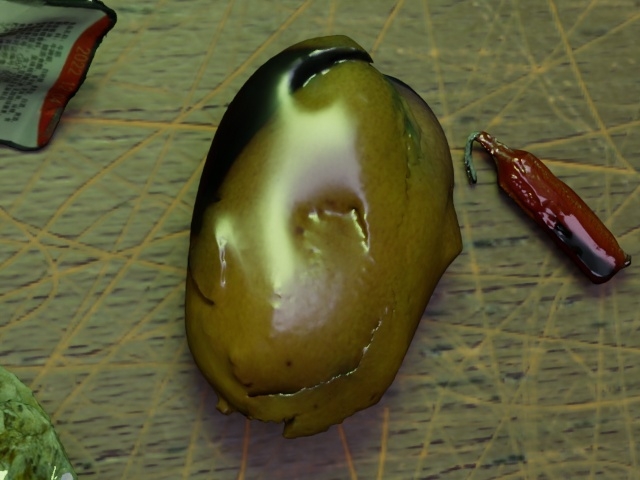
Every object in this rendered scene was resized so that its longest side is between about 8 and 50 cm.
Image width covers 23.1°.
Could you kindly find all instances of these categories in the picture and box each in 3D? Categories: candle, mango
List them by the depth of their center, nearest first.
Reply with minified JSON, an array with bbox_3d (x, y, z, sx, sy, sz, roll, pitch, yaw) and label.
[{"bbox_3d":[0.000,0.000,1.146,0.201,0.152,0.287,23,82,-3],"label":"mango"},{"bbox_3d":[0.176,-0.028,1.240,0.162,0.048,0.053,45,46,-4],"label":"candle"}]

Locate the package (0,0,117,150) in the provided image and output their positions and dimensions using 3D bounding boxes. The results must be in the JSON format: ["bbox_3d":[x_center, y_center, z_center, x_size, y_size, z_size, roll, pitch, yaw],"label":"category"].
[{"bbox_3d":[-0.271,-0.128,1.080,0.232,0.166,0.040,3,54,-34],"label":"package"}]

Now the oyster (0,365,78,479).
[{"bbox_3d":[-0.216,0.259,1.106,0.162,0.158,0.351,5,74,-47],"label":"oyster"}]
